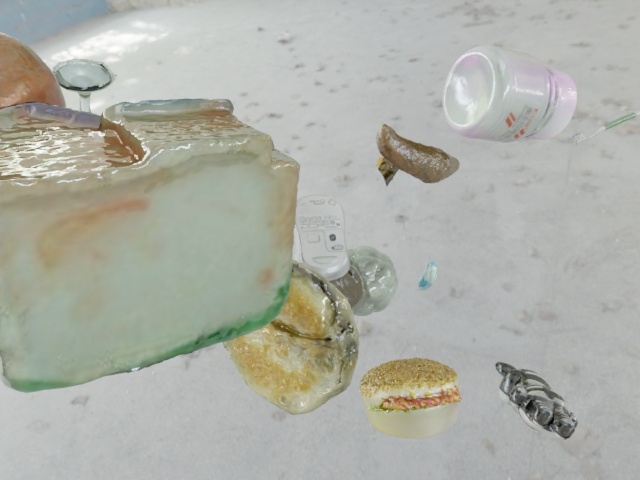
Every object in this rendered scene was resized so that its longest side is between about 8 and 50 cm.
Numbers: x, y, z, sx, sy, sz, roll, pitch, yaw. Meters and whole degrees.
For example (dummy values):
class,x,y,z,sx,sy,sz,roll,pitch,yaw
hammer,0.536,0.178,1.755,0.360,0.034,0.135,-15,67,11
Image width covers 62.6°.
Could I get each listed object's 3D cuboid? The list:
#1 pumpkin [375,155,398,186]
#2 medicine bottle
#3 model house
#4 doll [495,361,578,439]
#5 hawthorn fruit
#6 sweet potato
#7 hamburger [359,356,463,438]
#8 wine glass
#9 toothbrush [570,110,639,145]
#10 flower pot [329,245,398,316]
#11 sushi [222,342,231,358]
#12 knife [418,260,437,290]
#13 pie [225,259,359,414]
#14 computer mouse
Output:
class,x,y,z,sx,sy,sz,roll,pitch,yaw
pumpkin,0.190,-0.213,1.476,0.035,0.073,0.101,19,68,49
medicine bottle,0.519,-0.391,1.445,0.302,0.241,0.241,1,28,-27
model house,-0.218,-0.036,0.594,0.312,0.245,0.280,-13,30,-31
doll,0.308,0.231,0.763,0.091,0.067,0.219,26,6,8
hawthorn fruit,-0.442,-0.153,0.657,0.200,0.199,0.251,-9,30,4
sweet potato,0.276,-0.205,1.367,0.342,0.092,0.114,11,55,-41
hamburger,0.247,0.414,1.446,0.276,0.179,0.294,-6,2,-12
wine glass,-0.581,-0.284,1.319,0.144,0.321,0.143,9,43,-9
toothbrush,0.644,-0.255,1.179,0.257,0.018,0.024,-22,71,-26
flower pot,0.144,0.138,1.800,0.246,0.246,0.195,21,23,38
sushi,-0.156,0.207,1.300,0.213,0.147,0.115,-13,26,26
knife,0.291,0.101,1.423,0.031,0.222,0.064,4,77,4
pie,-0.070,0.198,1.110,0.339,0.339,0.077,5,14,23
computer mouse,0.000,0.000,1.619,0.184,0.121,0.296,-8,58,-8
